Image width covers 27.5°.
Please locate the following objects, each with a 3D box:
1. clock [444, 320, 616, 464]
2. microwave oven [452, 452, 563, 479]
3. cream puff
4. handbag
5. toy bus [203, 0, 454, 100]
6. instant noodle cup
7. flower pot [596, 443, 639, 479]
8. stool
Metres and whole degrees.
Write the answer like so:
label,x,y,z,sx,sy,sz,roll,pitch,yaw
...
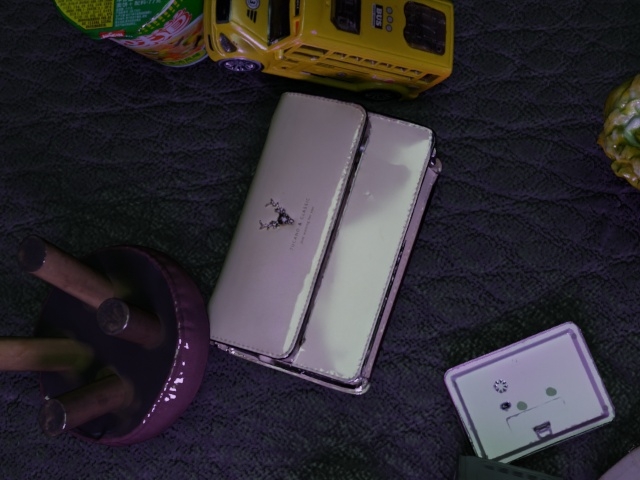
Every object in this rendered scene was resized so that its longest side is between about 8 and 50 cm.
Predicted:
label,x,y,z,sx,sy,sz,roll,pitch,yaw
clock,0.274,0.207,1.737,0.192,0.071,0.147,-22,79,-2
microwave oven,0.218,0.395,1.646,0.162,0.122,0.208,14,103,4
cream puff,0.477,-0.095,1.628,0.281,0.185,0.282,4,45,-4
handbag,0.000,0.000,1.751,0.236,0.160,0.359,16,81,14
toy bus,0.014,-0.290,1.755,0.331,0.151,0.145,8,78,-30
instant noodle cup,-0.231,-0.334,1.780,0.207,0.232,0.207,-3,78,15
flower pot,0.473,0.372,1.619,0.290,0.290,0.259,-34,66,-4
stool,-0.298,0.127,1.687,0.272,0.178,0.272,-6,78,29
